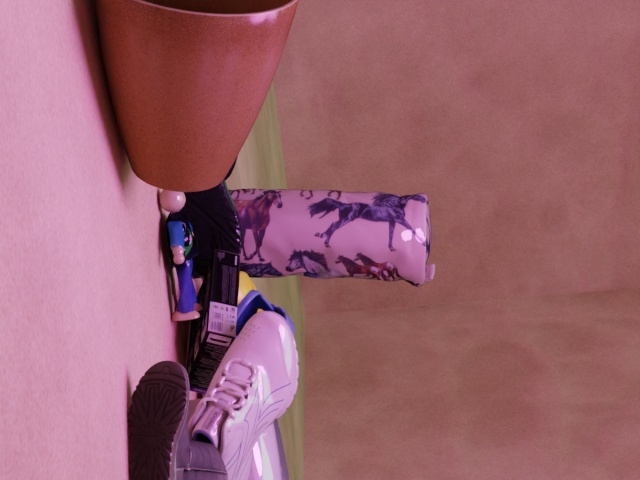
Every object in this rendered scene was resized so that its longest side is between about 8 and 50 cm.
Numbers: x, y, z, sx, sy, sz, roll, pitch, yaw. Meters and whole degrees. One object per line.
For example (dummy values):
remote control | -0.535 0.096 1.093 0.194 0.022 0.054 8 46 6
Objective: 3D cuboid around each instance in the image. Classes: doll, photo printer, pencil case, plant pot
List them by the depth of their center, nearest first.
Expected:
plant pot | -0.158 -0.194 1.404 0.237 0.237 0.254 -90 -172 -60
doll | -0.198 0.016 1.680 0.129 0.046 0.189 -86 171 -78
photo printer | -0.118 0.341 1.920 0.307 0.107 0.256 81 -3 -63
pencil case | 0.000 0.000 2.035 0.183 0.410 0.159 92 -2 -49

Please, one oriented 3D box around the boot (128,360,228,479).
boot | -0.162 0.250 1.438 0.208 0.076 0.189 32 66 -67

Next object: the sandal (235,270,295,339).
sandal | -0.105 0.171 2.009 0.126 0.138 0.317 -51 163 -12

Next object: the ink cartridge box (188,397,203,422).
ink cartridge box | -0.166 0.300 1.720 0.099 0.056 0.135 77 8 -77

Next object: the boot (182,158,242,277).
boot | -0.170 -0.082 1.897 0.207 0.094 0.246 -69 149 -74

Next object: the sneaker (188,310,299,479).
sneaker | -0.116 0.233 1.611 0.129 0.111 0.297 52 57 -68

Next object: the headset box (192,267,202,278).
headset box | -0.177 0.025 1.906 0.032 0.062 0.083 80 5 -50

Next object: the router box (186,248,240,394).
router box | -0.161 0.121 1.770 0.179 0.046 0.133 -91 -160 -49
